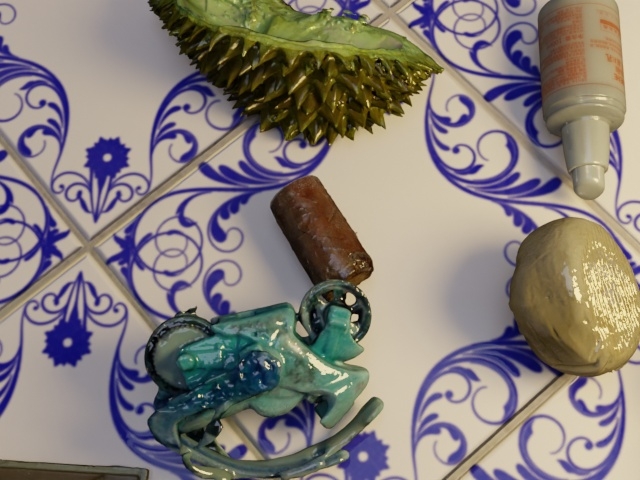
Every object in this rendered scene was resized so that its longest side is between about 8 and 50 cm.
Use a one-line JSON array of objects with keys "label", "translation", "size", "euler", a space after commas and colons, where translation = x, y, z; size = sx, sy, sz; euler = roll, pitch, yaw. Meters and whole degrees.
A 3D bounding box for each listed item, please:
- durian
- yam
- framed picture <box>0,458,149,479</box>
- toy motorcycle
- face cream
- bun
[{"label": "durian", "translation": [-0.052, -0.252, 1.206], "size": [0.394, 0.163, 0.198], "euler": [23, 70, 18]}, {"label": "yam", "translation": [0.002, -0.001, 1.149], "size": [0.079, 0.079, 0.141], "euler": [-30, 70, -7]}, {"label": "framed picture", "translation": [-0.324, 0.338, 1.077], "size": [0.250, 0.016, 0.184], "euler": [2, 70, 4]}, {"label": "toy motorcycle", "translation": [-0.059, 0.161, 1.065], "size": [0.260, 0.154, 0.206], "euler": [-12, 93, -5]}, {"label": "face cream", "translation": [0.319, -0.173, 1.175], "size": [0.101, 0.101, 0.251], "euler": [0, 70, 4]}, {"label": "bun", "translation": [0.276, 0.068, 1.081], "size": [0.113, 0.167, 0.173], "euler": [-21, 53, 42]}]
